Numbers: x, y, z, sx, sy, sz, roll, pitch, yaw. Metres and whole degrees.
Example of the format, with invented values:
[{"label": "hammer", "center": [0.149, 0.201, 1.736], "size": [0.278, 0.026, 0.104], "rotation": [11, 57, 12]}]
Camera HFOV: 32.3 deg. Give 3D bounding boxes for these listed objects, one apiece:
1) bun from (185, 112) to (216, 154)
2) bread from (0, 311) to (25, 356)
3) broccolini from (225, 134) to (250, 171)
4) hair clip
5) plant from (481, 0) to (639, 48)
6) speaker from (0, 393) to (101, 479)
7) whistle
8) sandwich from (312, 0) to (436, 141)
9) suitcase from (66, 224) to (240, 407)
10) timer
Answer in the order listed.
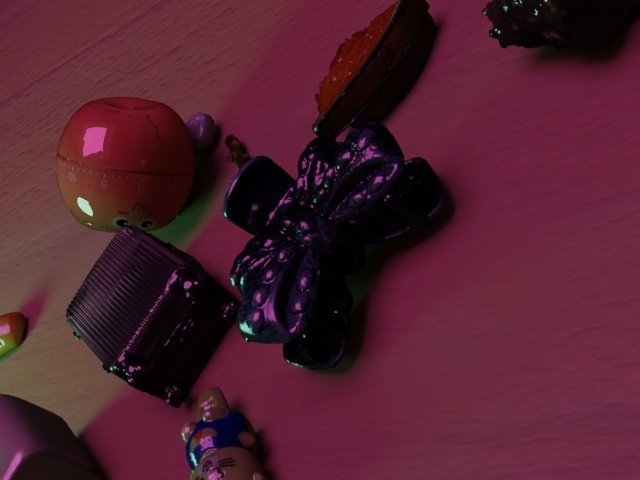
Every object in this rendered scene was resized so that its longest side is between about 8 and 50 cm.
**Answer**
[{"label": "bun", "center": [-0.210, -0.181, 1.913], "size": [0.083, 0.045, 0.083], "rotation": [-30, 44, 33]}, {"label": "bread", "center": [-0.612, 0.179, 2.101], "size": [0.115, 0.056, 0.082], "rotation": [-28, 42, 36]}, {"label": "broccolini", "center": [-0.120, -0.113, 1.752], "size": [0.067, 0.058, 0.216], "rotation": [-48, 24, 8]}, {"label": "hair clip", "center": [-0.001, -0.005, 1.373], "size": [0.310, 0.194, 0.206], "rotation": [-56, 39, -3]}, {"label": "plant", "center": [0.267, -0.328, 1.303], "size": [0.178, 0.204, 0.234], "rotation": [-50, 43, -9]}, {"label": "speaker", "center": [-0.498, 0.447, 1.617], "size": [0.184, 0.183, 0.406], "rotation": [26, 83, 51]}, {"label": "whistle", "center": [-0.124, 0.264, 1.377], "size": [0.105, 0.085, 0.227], "rotation": [-36, 36, 12]}, {"label": "sandwich", "center": [0.070, -0.235, 1.584], "size": [0.159, 0.079, 0.235], "rotation": [-5, 54, 62]}, {"label": "suitcase", "center": [-0.254, 0.104, 1.643], "size": [0.202, 0.128, 0.312], "rotation": [-57, 32, -2]}, {"label": "timer", "center": [-0.319, -0.121, 1.822], "size": [0.229, 0.229, 0.215], "rotation": [35, 124, 57]}]
